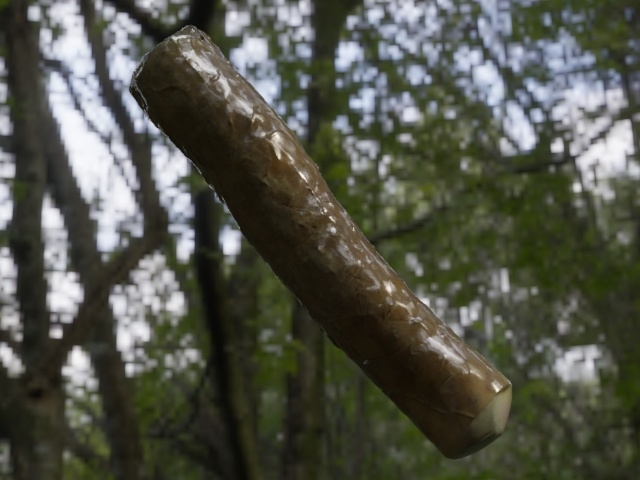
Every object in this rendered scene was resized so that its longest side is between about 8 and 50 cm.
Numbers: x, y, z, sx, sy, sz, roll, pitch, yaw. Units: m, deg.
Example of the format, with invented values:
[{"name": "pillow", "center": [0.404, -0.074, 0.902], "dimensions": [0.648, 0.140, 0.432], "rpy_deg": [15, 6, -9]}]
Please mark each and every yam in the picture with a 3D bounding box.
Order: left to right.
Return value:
[{"name": "yam", "center": [0.000, 0.000, 1.142], "dimensions": [0.081, 0.356, 0.081], "rpy_deg": [-41, -8, -7]}]
